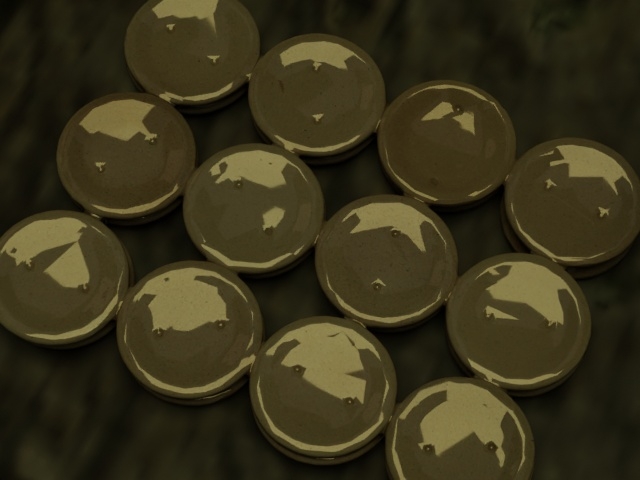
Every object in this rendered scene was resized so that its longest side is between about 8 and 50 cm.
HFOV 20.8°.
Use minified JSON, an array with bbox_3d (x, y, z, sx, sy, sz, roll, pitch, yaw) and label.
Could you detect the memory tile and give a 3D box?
[{"bbox_3d":[0.000,0.000,0.448,0.148,0.012,0.113,23,69,9],"label":"memory tile"}]
